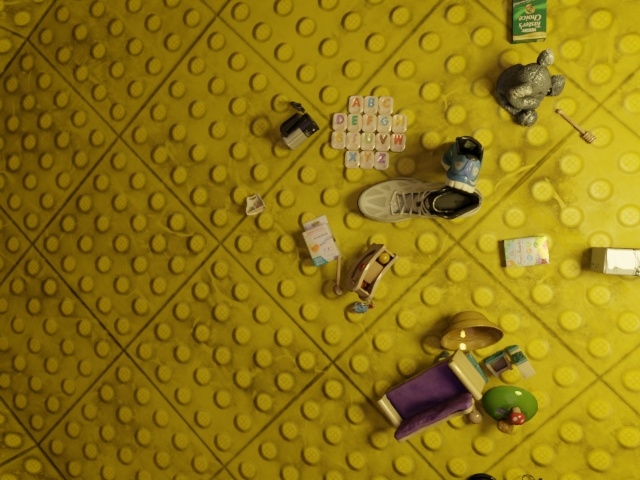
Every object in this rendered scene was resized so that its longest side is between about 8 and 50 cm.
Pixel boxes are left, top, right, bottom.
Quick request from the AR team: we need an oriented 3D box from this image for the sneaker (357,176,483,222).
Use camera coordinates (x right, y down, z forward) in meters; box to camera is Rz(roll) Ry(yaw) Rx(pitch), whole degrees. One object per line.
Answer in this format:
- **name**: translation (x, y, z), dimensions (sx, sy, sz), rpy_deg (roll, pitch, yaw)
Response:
- **sneaker**: translation (0.335, -0.150, 1.641), dimensions (0.449, 0.257, 0.168), rpy_deg (-1, 91, 14)

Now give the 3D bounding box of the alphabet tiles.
- **alphabet tiles**: translation (0.183, -0.410, 1.793), dimensions (0.285, 0.021, 0.277), rpy_deg (6, 93, 14)

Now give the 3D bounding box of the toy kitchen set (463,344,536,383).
- **toy kitchen set**: translation (0.602, 0.432, 1.635), dimensions (0.207, 0.166, 0.122), rpy_deg (-34, 89, 12)

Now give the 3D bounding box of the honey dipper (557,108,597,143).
- **honey dipper**: translation (0.877, -0.396, 1.622), dimensions (0.030, 0.030, 0.160), rpy_deg (-44, 78, 11)

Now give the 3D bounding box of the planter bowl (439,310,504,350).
- **planter bowl**: translation (0.525, 0.308, 1.671), dimensions (0.218, 0.217, 0.090), rpy_deg (-11, 53, 14)

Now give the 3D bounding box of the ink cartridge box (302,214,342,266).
- **ink cartridge box**: translation (0.000, 0.000, 1.828), dimensions (0.105, 0.061, 0.181), rpy_deg (-23, 86, 13)

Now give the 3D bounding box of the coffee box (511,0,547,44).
- **coffee box**: translation (0.724, -0.782, 1.640), dimensions (0.113, 0.040, 0.183), rpy_deg (2, 92, 14)

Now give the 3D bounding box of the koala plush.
- **koala plush**: translation (0.688, -0.518, 1.563), dimensions (0.203, 0.221, 0.196), rpy_deg (40, 100, 10)

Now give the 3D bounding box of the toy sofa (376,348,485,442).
- **toy sofa**: translation (0.371, 0.541, 1.639), dimensions (0.363, 0.177, 0.150), rpy_deg (-41, 82, 34)

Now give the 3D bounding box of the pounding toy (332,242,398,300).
- **pounding toy**: translation (0.142, 0.112, 1.725), dimensions (0.155, 0.154, 0.269), rpy_deg (37, 100, -18)

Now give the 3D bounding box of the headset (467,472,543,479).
- **headset**: translation (0.606, 0.929, 1.627), dimensions (0.395, 0.243, 0.185), rpy_deg (-20, 88, -7)

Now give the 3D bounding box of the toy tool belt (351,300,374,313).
- **toy tool belt**: translation (0.162, 0.255, 1.801), dimensions (0.084, 0.051, 0.052), rpy_deg (-3, 91, 13)

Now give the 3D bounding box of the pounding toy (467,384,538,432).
- **pounding toy**: translation (0.626, 0.600, 1.630), dimensions (0.237, 0.110, 0.182), rpy_deg (-5, 123, 20)

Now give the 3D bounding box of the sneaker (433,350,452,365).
- **sneaker**: translation (0.447, 0.442, 1.751), dimensions (0.083, 0.031, 0.035), rpy_deg (-40, 69, 7)

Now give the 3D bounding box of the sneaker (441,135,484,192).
- **sneaker**: translation (0.488, -0.277, 1.573), dimensions (0.130, 0.330, 0.147), rpy_deg (19, 119, 1)

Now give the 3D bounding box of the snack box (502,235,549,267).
- **snack box**: translation (0.723, 0.040, 1.665), dimensions (0.141, 0.037, 0.100), rpy_deg (-6, 89, 14)

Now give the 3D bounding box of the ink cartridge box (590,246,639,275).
- **ink cartridge box**: translation (1.013, 0.068, 1.536), dimensions (0.209, 0.153, 0.086), rpy_deg (2, 91, 13)

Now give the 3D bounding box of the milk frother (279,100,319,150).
- **milk frother**: translation (-0.099, -0.449, 1.833), dimensions (0.135, 0.129, 0.143), rpy_deg (-37, 40, 12)

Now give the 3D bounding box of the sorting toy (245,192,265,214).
- **sorting toy**: translation (-0.263, -0.149, 1.901), dimensions (0.083, 0.045, 0.075), rpy_deg (-24, 79, 14)
